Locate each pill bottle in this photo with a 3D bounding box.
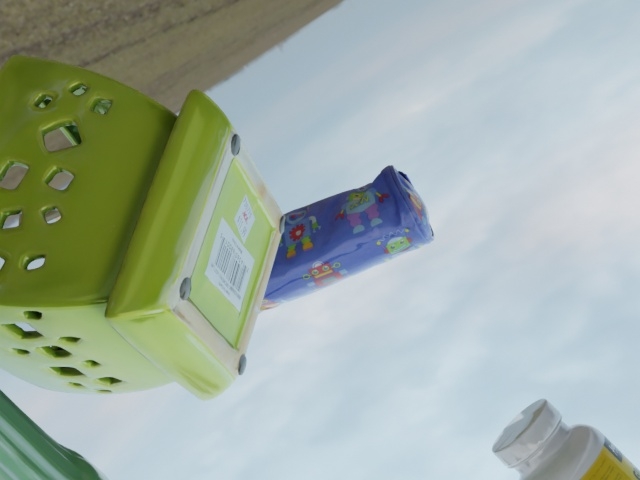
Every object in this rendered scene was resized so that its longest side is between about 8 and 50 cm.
[{"bbox_3d":[0.256,0.243,0.802,0.103,0.184,0.103,-44,175,-5],"label":"pill bottle"}]

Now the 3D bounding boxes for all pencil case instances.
[{"bbox_3d":[0.000,0.000,1.157,0.306,0.119,0.133,-23,-129,14],"label":"pencil case"}]

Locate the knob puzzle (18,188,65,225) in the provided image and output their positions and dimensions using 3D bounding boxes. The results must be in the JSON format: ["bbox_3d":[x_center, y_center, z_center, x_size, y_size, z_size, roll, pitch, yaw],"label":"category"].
[{"bbox_3d":[-0.242,-0.056,0.949,0.213,0.030,0.213,-22,-166,6],"label":"knob puzzle"}]

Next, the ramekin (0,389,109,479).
[{"bbox_3d":[-0.258,0.170,0.387,0.303,0.148,0.303,-29,-160,12],"label":"ramekin"}]

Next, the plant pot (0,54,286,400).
[{"bbox_3d":[-0.162,0.005,0.701,0.207,0.228,0.227,7,-116,18],"label":"plant pot"}]
